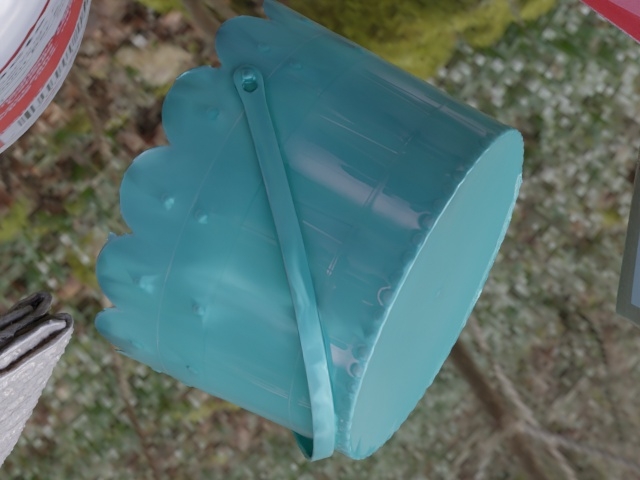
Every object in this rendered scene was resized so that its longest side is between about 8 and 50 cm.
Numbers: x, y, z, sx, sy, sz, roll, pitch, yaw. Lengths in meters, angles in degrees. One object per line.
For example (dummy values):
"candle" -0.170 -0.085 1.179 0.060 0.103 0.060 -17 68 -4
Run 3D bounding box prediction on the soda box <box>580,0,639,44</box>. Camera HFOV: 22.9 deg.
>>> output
"soda box" 0.036 -0.167 0.460 0.083 0.263 0.092 -48 -168 44

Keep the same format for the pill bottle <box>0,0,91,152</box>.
"pill bottle" -0.198 -0.130 0.570 0.229 0.229 0.408 -45 -175 -5

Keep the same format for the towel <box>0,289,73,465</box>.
"towel" -0.285 0.163 1.162 0.187 0.049 0.282 -36 165 -44

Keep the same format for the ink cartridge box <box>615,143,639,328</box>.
"ink cartridge box" 0.235 -0.031 0.798 0.088 0.235 0.193 5 95 -8

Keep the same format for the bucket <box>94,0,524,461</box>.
"bucket" 0.000 0.000 1.044 0.281 0.183 0.281 -54 160 -29
